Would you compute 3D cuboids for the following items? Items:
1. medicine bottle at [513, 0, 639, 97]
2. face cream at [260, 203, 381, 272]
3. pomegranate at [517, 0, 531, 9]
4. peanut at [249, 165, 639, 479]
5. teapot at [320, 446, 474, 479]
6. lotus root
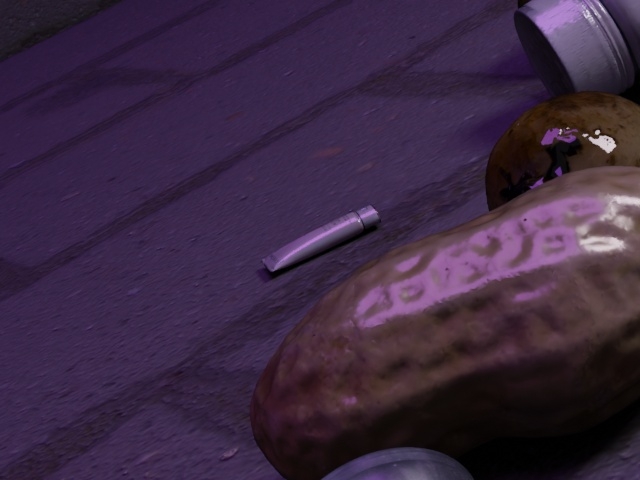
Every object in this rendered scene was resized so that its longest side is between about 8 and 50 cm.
[{"bbox_3d":[0.325,-0.232,1.394,0.258,0.143,0.143,-32,21,0],"label":"medicine bottle"},{"bbox_3d":[0.000,0.000,1.321,0.115,0.020,0.038,-27,22,-7],"label":"face cream"},{"bbox_3d":[0.274,-0.260,1.555,0.130,0.130,0.130,-18,21,7],"label":"pomegranate"},{"bbox_3d":[0.103,0.061,0.904,0.313,0.152,0.152,-21,21,-2],"label":"peanut"},{"bbox_3d":[0.060,0.182,0.741,0.111,0.149,0.108,-55,30,19],"label":"teapot"},{"bbox_3d":[0.205,-0.056,1.133,0.138,0.138,0.214,-10,12,26],"label":"lotus root"}]
